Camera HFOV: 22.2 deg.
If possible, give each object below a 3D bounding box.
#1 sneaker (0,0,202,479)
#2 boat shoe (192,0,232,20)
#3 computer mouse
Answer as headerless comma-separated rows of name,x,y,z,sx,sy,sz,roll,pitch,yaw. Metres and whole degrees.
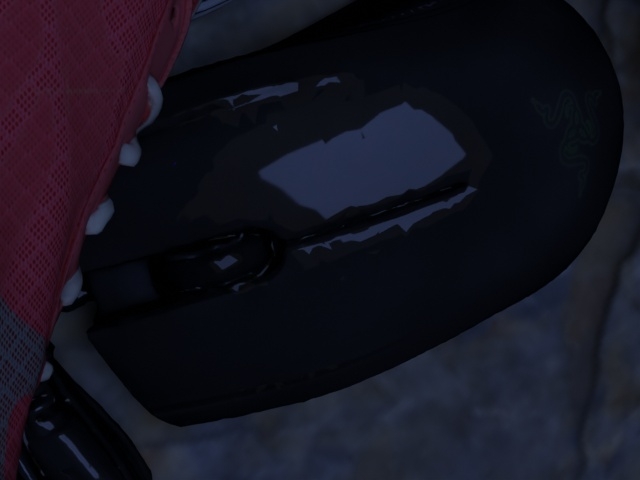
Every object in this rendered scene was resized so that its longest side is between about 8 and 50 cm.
sneaker,-0.081,-0.036,0.409,0.136,0.116,0.314,-5,101,-39
boat shoe,0.017,-0.152,0.508,0.301,0.102,0.108,-29,107,-16
computer mouse,0.000,0.000,0.537,0.272,0.072,0.188,-27,107,-17
